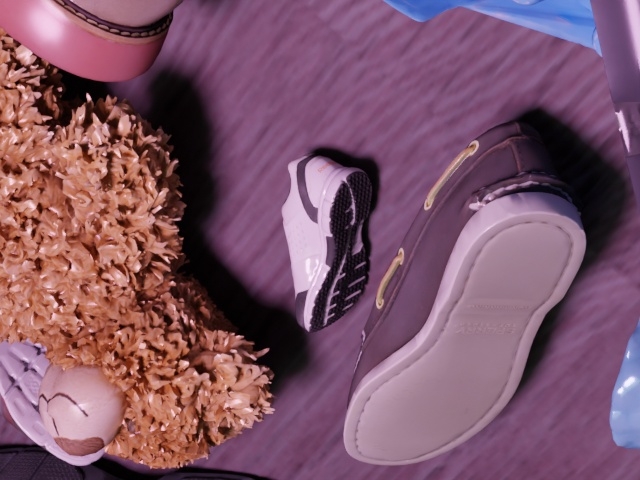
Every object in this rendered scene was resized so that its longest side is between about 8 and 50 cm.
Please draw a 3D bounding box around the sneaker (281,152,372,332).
[{"bbox_3d":[0.000,0.000,1.007,0.044,0.040,0.109,33,130,32],"label":"sneaker"}]

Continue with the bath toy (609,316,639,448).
[{"bbox_3d":[0.306,0.072,0.792,0.348,0.129,0.151,11,124,26],"label":"bath toy"}]

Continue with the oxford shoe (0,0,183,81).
[{"bbox_3d":[-0.179,-0.239,0.912,0.348,0.123,0.130,43,123,3],"label":"oxford shoe"}]

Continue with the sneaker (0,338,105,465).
[{"bbox_3d":[-0.192,0.082,1.177,0.158,0.061,0.065,44,153,7],"label":"sneaker"}]

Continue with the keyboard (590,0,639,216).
[{"bbox_3d":[0.209,-0.060,0.711,0.201,0.033,0.317,-11,102,24],"label":"keyboard"}]

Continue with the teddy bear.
[{"bbox_3d":[-0.165,-0.008,1.043,0.245,0.113,0.338,-7,112,29],"label":"teddy bear"}]

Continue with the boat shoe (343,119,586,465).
[{"bbox_3d":[0.068,0.034,0.962,0.081,0.068,0.228,7,139,-20],"label":"boat shoe"}]

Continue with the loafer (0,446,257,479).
[{"bbox_3d":[-0.139,0.194,1.183,0.267,0.096,0.084,2,126,29],"label":"loafer"}]

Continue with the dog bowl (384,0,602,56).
[{"bbox_3d":[0.132,-0.139,0.801,0.297,0.074,0.166,34,132,9],"label":"dog bowl"}]
